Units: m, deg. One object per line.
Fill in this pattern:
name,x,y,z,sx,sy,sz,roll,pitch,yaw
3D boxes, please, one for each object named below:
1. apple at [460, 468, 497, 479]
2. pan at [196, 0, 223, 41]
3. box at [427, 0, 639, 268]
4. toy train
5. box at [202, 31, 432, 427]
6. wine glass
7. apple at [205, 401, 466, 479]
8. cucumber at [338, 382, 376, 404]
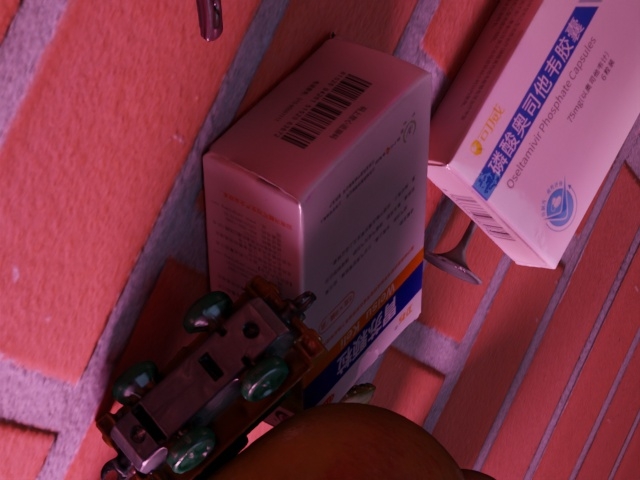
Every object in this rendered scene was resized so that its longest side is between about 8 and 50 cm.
apple,0.163,0.413,2.164,0.234,0.257,0.257,-40,164,19
pan,-0.092,-0.235,1.224,0.115,0.040,0.212,-44,142,-43
box,0.250,-0.166,1.889,0.200,0.065,0.343,41,71,-34
toy train,-0.085,0.124,1.455,0.228,0.091,0.136,-43,159,0
box,0.000,0.000,1.566,0.200,0.106,0.299,-45,148,-37
wine glass,0.186,-0.054,1.952,0.195,0.079,0.079,-62,157,-7
apple,0.006,0.247,1.498,0.261,0.194,0.261,-37,168,-10
cucumber,0.007,0.181,1.848,0.107,0.035,0.067,-16,137,-55
